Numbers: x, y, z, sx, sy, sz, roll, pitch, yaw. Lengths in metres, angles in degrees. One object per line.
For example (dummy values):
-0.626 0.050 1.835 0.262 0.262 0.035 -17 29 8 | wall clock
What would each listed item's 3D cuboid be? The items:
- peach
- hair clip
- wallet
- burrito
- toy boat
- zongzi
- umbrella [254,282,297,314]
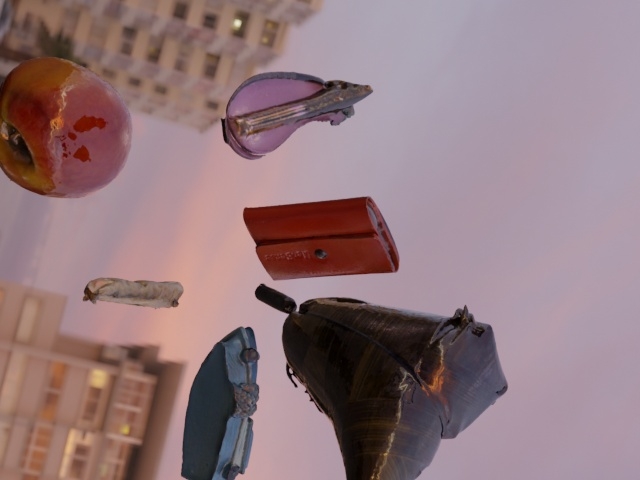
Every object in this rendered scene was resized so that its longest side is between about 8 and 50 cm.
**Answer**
-0.467 -0.209 2.269 0.238 0.281 0.281 -21 -128 40 | peach
-0.048 -0.227 2.098 0.096 0.359 0.110 26 -60 35 | hair clip
0.000 0.000 1.811 0.045 0.204 0.142 -70 146 -42 | wallet
-0.261 0.073 1.756 0.045 0.185 0.041 -10 -101 30 | burrito
-0.131 0.238 1.780 0.109 0.098 0.238 17 -79 34 | toy boat
0.030 0.269 1.992 0.403 0.208 0.432 10 -138 37 | zongzi
-0.082 0.104 2.237 0.133 0.031 0.036 18 -77 59 | umbrella
